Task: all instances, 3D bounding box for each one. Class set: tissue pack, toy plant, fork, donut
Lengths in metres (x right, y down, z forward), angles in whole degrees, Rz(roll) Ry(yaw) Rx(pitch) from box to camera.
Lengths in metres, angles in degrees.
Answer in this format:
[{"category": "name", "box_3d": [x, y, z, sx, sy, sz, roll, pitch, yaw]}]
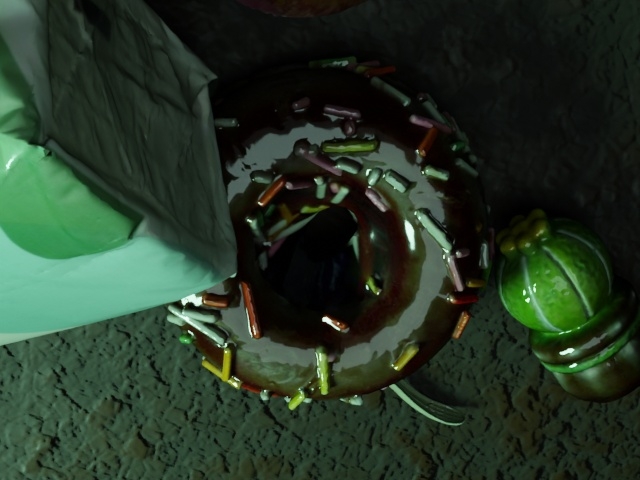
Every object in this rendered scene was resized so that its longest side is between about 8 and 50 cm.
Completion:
[{"category": "tissue pack", "box_3d": [-0.260, -0.039, 0.836, 0.356, 0.194, 0.266, -14, 158, 15]}, {"category": "toy plant", "box_3d": [0.194, 0.047, 1.053, 0.093, 0.093, 0.162, -31, 115, 10]}, {"category": "fork", "box_3d": [0.035, 0.093, 1.095, 0.219, 0.034, 0.028, 34, 117, -19]}, {"category": "donut", "box_3d": [0.000, 0.000, 0.988, 0.269, 0.103, 0.270, 0, 105, -1]}]

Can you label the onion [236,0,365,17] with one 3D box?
[{"category": "onion", "box_3d": [-0.006, -0.242, 0.856, 0.230, 0.163, 0.230, 2, 117, 4]}]
